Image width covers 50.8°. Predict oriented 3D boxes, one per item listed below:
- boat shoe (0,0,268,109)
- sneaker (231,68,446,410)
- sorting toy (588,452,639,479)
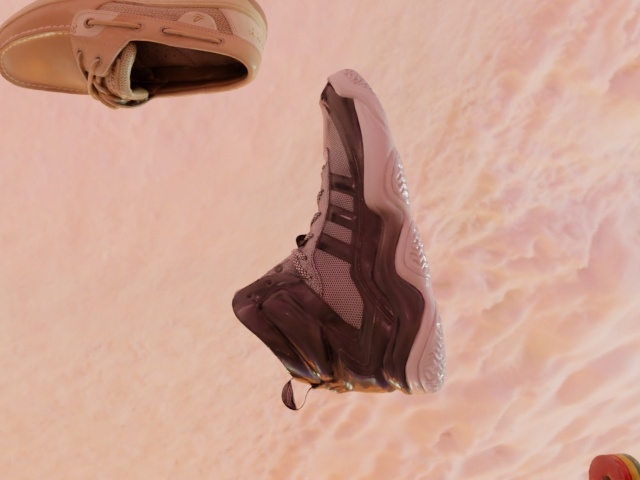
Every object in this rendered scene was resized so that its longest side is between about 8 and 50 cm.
[{"bbox_3d":[-0.235,-0.219,0.793,0.342,0.110,0.121,-5,143,10],"label":"boat shoe"},{"bbox_3d":[0.000,0.000,0.535,0.153,0.268,0.101,-14,169,6],"label":"sneaker"},{"bbox_3d":[0.290,0.223,0.472,0.046,0.132,0.274,3,164,-20],"label":"sorting toy"}]
